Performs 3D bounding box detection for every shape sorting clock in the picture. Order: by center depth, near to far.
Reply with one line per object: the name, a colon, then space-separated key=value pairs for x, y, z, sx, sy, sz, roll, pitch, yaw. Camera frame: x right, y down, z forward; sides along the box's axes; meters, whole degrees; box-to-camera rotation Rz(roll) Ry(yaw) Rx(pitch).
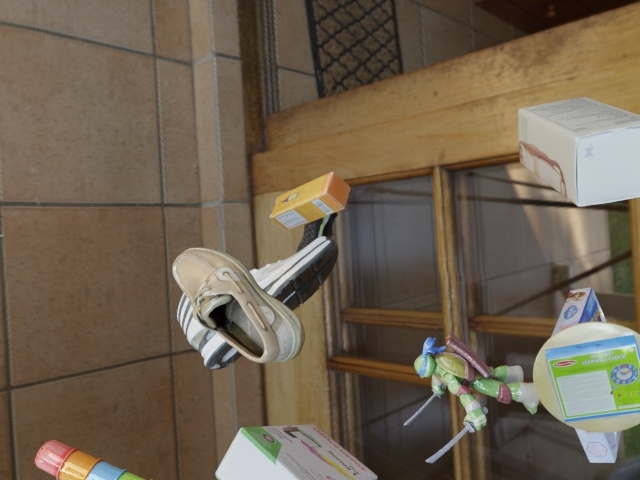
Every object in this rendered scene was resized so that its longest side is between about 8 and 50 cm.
shape sorting clock: x=0.472 y=0.234 z=0.967 sx=0.040 sy=0.206 sz=0.206 roll=-50 pitch=125 yaw=-65

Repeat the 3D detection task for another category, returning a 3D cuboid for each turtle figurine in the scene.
turtle figurine: x=0.332 y=0.360 z=1.278 sx=0.266 sy=0.198 sz=0.275 roll=6 pitch=69 yaw=-5

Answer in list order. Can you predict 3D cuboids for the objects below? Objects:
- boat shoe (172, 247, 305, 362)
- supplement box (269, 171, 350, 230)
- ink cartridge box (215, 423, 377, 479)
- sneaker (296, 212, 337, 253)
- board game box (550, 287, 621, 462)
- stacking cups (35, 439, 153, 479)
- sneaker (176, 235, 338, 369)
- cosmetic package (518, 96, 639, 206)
boat shoe: x=-0.181 y=0.112 z=1.069 sx=0.110 sy=0.341 sz=0.122 roll=-3 pitch=117 yaw=-53
supplement box: x=-0.031 y=-0.102 z=1.528 sx=0.080 sy=0.233 sz=0.078 roll=39 pitch=52 yaw=-31
ink cartridge box: x=-0.039 y=0.479 z=1.149 sx=0.278 sy=0.201 sz=0.117 roll=25 pitch=93 yaw=-56
sneaker: x=0.000 y=0.000 z=1.693 sx=0.097 sy=0.084 sz=0.235 roll=-6 pitch=125 yaw=-34
board game box: x=0.699 y=0.336 z=1.464 sx=0.318 sy=0.065 sz=0.318 roll=-40 pitch=107 yaw=-47
stacking cups: x=-0.471 y=0.529 z=1.230 sx=0.096 sy=0.316 sz=0.096 roll=20 pitch=90 yaw=-84
sneaker: x=-0.181 y=0.090 z=1.454 sx=0.447 sy=0.257 sz=0.169 roll=-40 pitch=155 yaw=-13
cosmetic package: x=0.500 y=-0.180 z=1.087 sx=0.296 sy=0.153 sz=0.129 roll=-88 pitch=168 yaw=-68
